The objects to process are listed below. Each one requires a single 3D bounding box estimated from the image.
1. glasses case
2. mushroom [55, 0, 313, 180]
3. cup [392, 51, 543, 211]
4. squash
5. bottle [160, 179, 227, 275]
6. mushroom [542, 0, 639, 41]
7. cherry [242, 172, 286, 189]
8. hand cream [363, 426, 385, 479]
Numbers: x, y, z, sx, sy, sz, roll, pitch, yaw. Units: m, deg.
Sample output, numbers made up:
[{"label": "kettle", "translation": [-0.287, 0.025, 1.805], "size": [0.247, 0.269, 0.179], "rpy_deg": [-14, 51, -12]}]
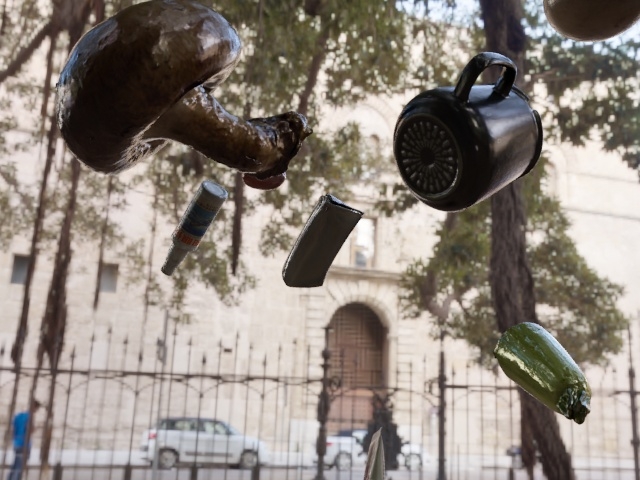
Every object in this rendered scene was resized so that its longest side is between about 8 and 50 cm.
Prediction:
[{"label": "glasses case", "translation": [0.002, 0.001, 1.998], "size": [0.128, 0.083, 0.308], "rpy_deg": [16, -55, -21]}, {"label": "mushroom", "translation": [-0.251, -0.204, 1.213], "size": [0.331, 0.356, 0.334], "rpy_deg": [-15, 20, 29]}, {"label": "cup", "translation": [0.212, -0.154, 1.004], "size": [0.176, 0.169, 0.223], "rpy_deg": [-17, -40, -34]}, {"label": "squash", "translation": [0.461, 0.277, 1.417], "size": [0.137, 0.137, 0.287], "rpy_deg": [7, 17, -18]}, {"label": "bottle", "translation": [-0.256, -0.019, 1.441], "size": [0.060, 0.060, 0.217], "rpy_deg": [14, -58, -38]}, {"label": "mushroom", "translation": [0.536, -0.495, 1.427], "size": [0.204, 0.204, 0.204], "rpy_deg": [2, -14, 1]}, {"label": "cherry", "translation": [-0.160, -0.181, 1.999], "size": [0.126, 0.106, 0.087], "rpy_deg": [41, -27, 12]}, {"label": "hand cream", "translation": [0.082, 0.420, 1.161], "size": [0.050, 0.234, 0.080], "rpy_deg": [8, -25, -5]}]
